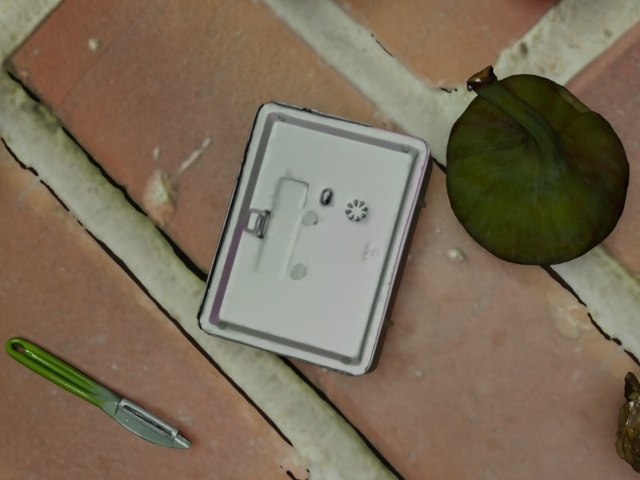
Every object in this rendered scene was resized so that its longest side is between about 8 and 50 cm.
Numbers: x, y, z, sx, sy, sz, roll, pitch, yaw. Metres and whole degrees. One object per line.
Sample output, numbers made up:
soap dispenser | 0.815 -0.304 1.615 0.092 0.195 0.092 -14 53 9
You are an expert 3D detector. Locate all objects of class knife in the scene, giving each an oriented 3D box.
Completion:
knife | -0.185 0.128 1.049 0.184 0.026 0.022 28 50 13

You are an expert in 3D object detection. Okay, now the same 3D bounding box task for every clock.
clock | 0.000 0.000 1.008 0.147 0.071 0.192 15 87 10

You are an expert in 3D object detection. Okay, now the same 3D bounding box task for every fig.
fig | 0.150 -0.068 0.905 0.149 0.245 0.149 -3 77 12

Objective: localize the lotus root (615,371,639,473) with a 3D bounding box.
lotus root | 0.360 0.165 0.906 0.303 0.131 0.146 12 63 9
